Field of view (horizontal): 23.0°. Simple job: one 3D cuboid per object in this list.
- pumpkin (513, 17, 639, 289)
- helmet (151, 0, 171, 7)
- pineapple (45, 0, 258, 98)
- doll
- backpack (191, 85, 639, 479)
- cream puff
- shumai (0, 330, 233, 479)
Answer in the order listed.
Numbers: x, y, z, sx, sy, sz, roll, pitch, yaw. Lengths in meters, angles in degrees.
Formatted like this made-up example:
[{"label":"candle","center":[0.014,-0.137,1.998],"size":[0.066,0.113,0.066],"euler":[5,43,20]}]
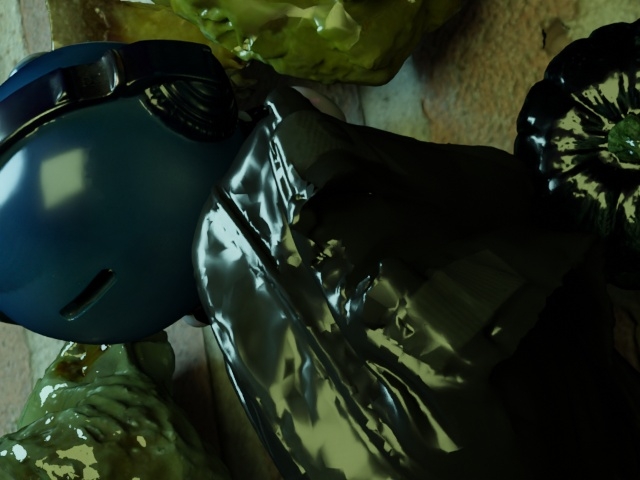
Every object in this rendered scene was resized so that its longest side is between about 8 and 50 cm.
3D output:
[{"label":"pumpkin","center":[0.228,-0.062,1.110],"size":[0.194,0.150,0.194],"euler":[-23,48,28]},{"label":"helmet","center":[-0.097,-0.306,1.363],"size":[0.205,0.140,0.257],"euler":[47,110,30]},{"label":"pineapple","center":[-0.164,-0.152,1.343],"size":[0.236,0.186,0.114],"euler":[-21,74,41]},{"label":"doll","center":[-0.135,-0.031,1.199],"size":[0.284,0.310,0.240],"euler":[-44,47,29]},{"label":"backpack","center":[0.078,0.079,1.005],"size":[0.255,0.445,0.363],"euler":[-42,66,6]},{"label":"cream puff","center":[-0.002,-0.256,1.214],"size":[0.281,0.185,0.282],"euler":[1,84,-10]},{"label":"shumai","center":[-0.138,0.177,1.286],"size":[0.260,0.225,0.222],"euler":[27,57,9]}]
